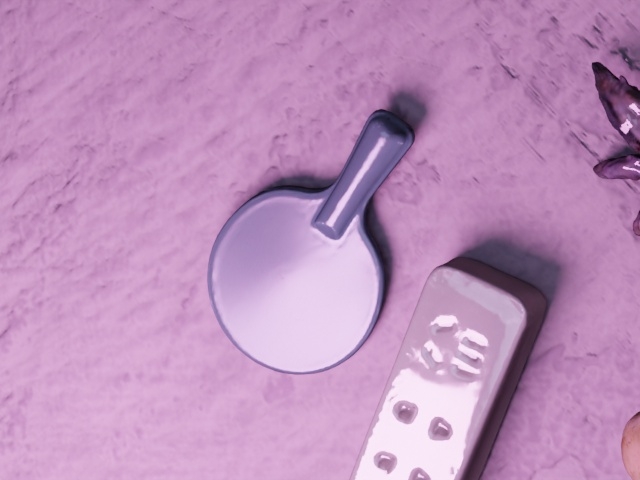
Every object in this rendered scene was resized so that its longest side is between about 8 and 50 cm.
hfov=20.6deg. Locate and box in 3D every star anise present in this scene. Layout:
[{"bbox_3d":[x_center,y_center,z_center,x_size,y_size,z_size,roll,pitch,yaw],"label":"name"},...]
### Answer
[{"bbox_3d":[0.288,-0.062,1.296,0.180,0.061,0.204,-26,87,21],"label":"star anise"}]

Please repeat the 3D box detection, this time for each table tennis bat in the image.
[{"bbox_3d":[0.000,0.000,1.425,0.153,0.040,0.244,37,111,12],"label":"table tennis bat"}]

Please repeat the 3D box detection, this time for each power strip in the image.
[{"bbox_3d":[0.069,0.202,1.410,0.091,0.062,0.385,25,104,19],"label":"power strip"}]

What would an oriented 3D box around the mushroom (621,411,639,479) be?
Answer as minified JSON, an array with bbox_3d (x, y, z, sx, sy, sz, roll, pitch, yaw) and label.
[{"bbox_3d":[0.294,0.143,1.292,0.148,0.112,0.148,-9,126,-12],"label":"mushroom"}]
